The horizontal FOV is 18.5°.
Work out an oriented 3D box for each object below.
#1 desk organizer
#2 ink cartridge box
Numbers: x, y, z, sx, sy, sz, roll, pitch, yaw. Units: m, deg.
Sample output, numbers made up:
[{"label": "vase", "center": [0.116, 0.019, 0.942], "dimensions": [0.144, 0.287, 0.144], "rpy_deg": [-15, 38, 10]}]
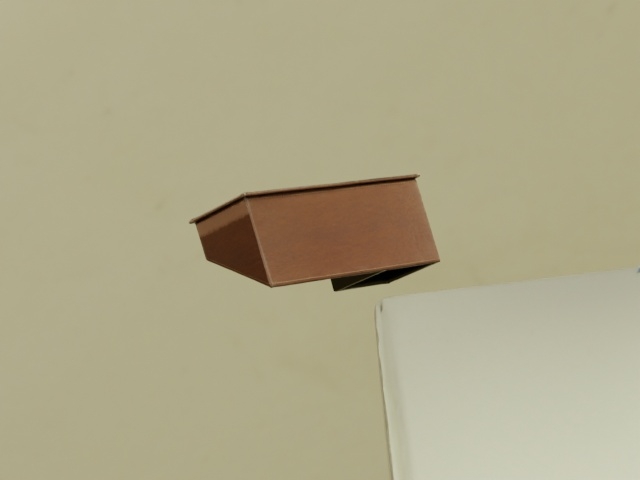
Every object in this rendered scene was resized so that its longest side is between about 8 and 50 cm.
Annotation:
[{"label": "desk organizer", "center": [0.000, 0.000, 1.035], "dimensions": [0.047, 0.130, 0.050], "rpy_deg": [-25, -102, 44]}, {"label": "ink cartridge box", "center": [0.115, 0.146, 0.583], "dimensions": [0.168, 0.171, 0.232], "rpy_deg": [-97, 178, -52]}]
